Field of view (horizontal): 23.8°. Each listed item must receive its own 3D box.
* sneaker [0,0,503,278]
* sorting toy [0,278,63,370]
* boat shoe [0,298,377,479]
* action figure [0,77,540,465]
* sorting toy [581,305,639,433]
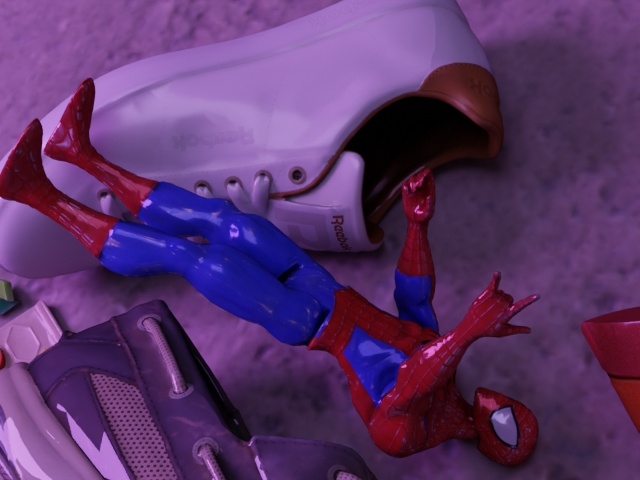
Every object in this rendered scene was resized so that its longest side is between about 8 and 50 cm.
[{"bbox_3d":[-0.042,-0.035,0.795,0.290,0.106,0.123,-24,54,2],"label":"sneaker"},{"bbox_3d":[-0.173,0.059,0.840,0.062,0.012,0.083,-35,57,-4],"label":"sorting toy"},{"bbox_3d":[-0.021,0.144,0.673,0.130,0.132,0.355,-43,59,-8],"label":"boat shoe"},{"bbox_3d":[0.000,0.000,0.708,0.280,0.139,0.091,35,33,0],"label":"action figure"},{"bbox_3d":[0.300,0.076,0.647,0.365,0.127,0.126,-5,89,12],"label":"sorting toy"}]
